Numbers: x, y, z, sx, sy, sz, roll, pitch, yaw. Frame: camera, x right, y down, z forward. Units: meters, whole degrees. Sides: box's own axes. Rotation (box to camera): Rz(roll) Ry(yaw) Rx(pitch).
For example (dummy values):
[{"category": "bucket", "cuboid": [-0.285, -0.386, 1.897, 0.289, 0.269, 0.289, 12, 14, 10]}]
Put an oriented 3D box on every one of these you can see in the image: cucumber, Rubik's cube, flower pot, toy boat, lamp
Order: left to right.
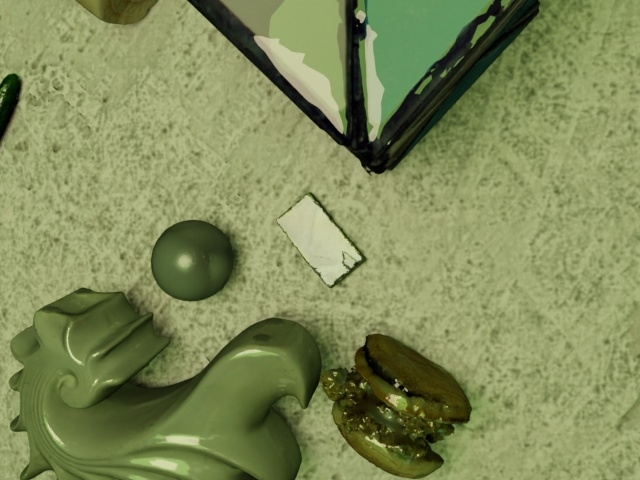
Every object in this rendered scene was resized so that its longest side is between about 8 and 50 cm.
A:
[{"category": "cucumber", "cuboid": [-0.460, -0.147, 1.001, 0.033, 0.036, 0.184, 29, 96, 19]}, {"category": "flower pot", "cuboid": [-0.190, 0.206, 0.878, 0.368, 0.164, 0.254, 8, 105, 11]}, {"category": "lamp", "cuboid": [-0.161, 0.026, 0.912, 0.105, 0.105, 0.105, 0, 92, 12]}, {"category": "toy boat", "cuboid": [0.000, 0.000, 0.921, 0.063, 0.016, 0.115, -40, 84, 11]}, {"category": "Rubik's cube", "cuboid": [0.054, -0.276, 0.751, 0.310, 0.307, 0.305, 45, 97, 5]}]

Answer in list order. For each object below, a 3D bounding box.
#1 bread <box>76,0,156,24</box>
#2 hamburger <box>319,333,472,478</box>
[{"category": "bread", "cuboid": [-0.273, -0.367, 0.905, 0.141, 0.134, 0.148, 40, 112, 8]}, {"category": "hamburger", "cuboid": [0.079, 0.198, 0.842, 0.185, 0.159, 0.131, 29, 101, -10]}]
